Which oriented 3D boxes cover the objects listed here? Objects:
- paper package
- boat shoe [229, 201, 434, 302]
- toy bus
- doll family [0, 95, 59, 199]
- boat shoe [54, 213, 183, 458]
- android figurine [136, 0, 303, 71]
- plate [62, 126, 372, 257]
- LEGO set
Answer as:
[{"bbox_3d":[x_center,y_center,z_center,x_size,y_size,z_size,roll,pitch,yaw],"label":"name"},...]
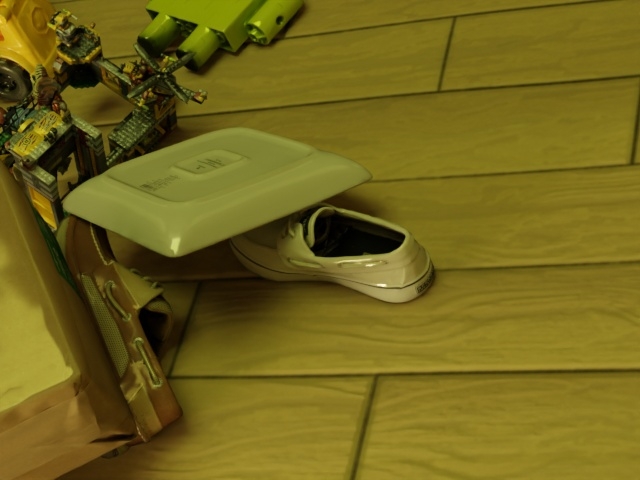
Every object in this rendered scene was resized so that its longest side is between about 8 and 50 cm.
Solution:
[{"bbox_3d":[-0.392,0.117,1.468,0.309,0.168,0.325,-27,57,-5],"label":"paper package"},{"bbox_3d":[0.000,0.000,1.617,0.267,0.088,0.096,17,59,36],"label":"boat shoe"},{"bbox_3d":[-0.499,-0.317,2.059,0.220,0.211,0.149,-4,50,24],"label":"toy bus"},{"bbox_3d":[-0.424,-0.117,1.941,0.111,0.076,0.193,4,47,34],"label":"doll family"},{"bbox_3d":[-0.223,0.097,1.623,0.119,0.123,0.324,-19,52,1],"label":"boat shoe"},{"bbox_3d":[-0.133,-0.353,2.032,0.248,0.056,0.273,20,61,38],"label":"android figurine"},{"bbox_3d":[-0.127,-0.072,1.665,0.278,0.045,0.277,-23,26,-30],"label":"plate"},{"bbox_3d":[-0.328,-0.167,1.806,0.331,0.192,0.255,-40,69,-22],"label":"LEGO set"}]
